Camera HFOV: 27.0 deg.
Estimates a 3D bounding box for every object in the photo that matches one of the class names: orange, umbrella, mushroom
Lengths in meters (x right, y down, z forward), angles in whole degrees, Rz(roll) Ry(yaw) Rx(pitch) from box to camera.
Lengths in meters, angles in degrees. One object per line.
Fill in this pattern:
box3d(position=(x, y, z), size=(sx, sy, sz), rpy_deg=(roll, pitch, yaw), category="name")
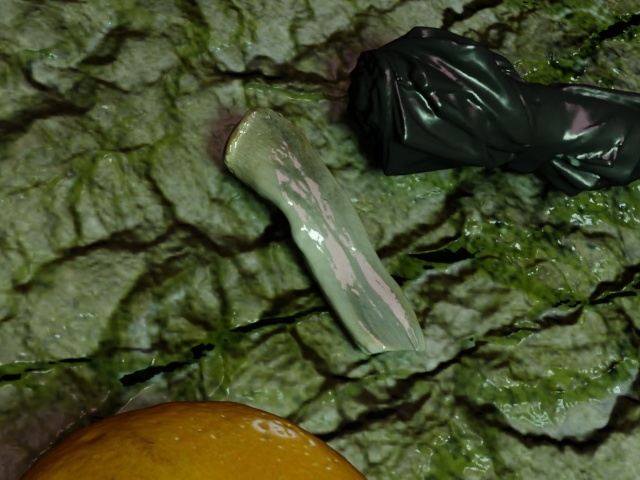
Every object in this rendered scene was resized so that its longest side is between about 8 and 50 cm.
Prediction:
box3d(position=(-0.054, 0.194, 0.644), size=(0.240, 0.171, 0.240), rpy_deg=(20, 37, -16), category="orange")
box3d(position=(0.182, -0.084, 0.997), size=(0.340, 0.118, 0.118), rpy_deg=(8, 53, -17), category="umbrella")
box3d(position=(0.003, -0.001, 0.899), size=(0.059, 0.054, 0.202), rpy_deg=(-28, 75, -30), category="mushroom")
